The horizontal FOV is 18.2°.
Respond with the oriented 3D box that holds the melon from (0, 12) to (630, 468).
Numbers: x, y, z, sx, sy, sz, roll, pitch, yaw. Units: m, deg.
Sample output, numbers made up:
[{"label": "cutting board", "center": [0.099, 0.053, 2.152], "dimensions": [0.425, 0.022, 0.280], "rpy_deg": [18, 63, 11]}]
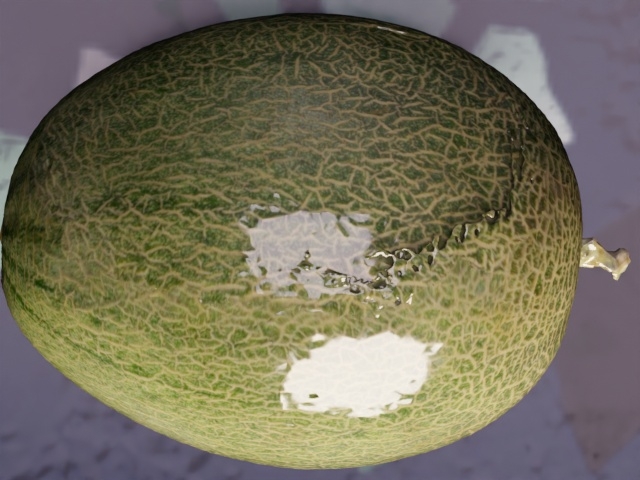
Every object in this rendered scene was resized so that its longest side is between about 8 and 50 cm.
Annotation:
[{"label": "melon", "center": [0.000, 0.000, 0.605], "dimensions": [0.192, 0.139, 0.139], "rpy_deg": [3, 98, -2]}]
